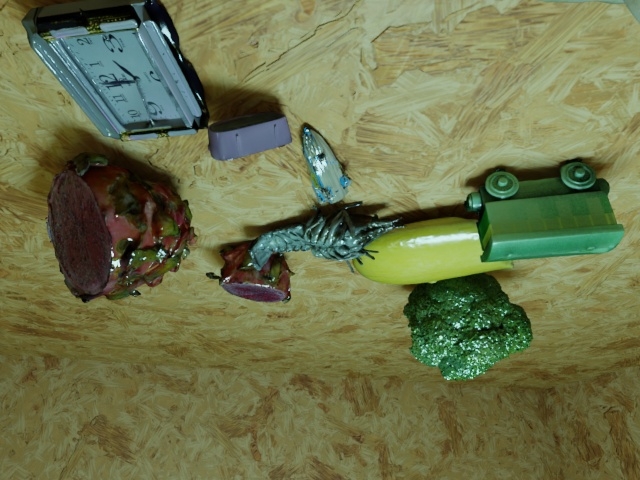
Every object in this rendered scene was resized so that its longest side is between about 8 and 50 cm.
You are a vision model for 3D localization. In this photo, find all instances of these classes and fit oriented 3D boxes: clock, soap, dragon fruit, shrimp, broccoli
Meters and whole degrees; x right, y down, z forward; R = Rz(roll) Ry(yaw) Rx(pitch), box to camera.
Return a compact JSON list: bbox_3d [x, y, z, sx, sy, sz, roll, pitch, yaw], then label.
[{"bbox_3d":[-0.137,-0.197,0.799,0.153,0.110,0.050,-21,123,-25],"label":"clock"},{"bbox_3d":[0.301,0.035,1.209,0.428,0.115,0.306,-10,154,17],"label":"soap"},{"bbox_3d":[-0.423,-0.034,0.976,0.314,0.296,0.263,-33,172,39],"label":"dragon fruit"},{"bbox_3d":[0.004,-0.003,1.114,0.411,0.165,0.221,0,134,28],"label":"shrimp"},{"bbox_3d":[-0.195,0.088,1.294,0.283,0.146,0.211,23,152,-30],"label":"dragon fruit"},{"bbox_3d":[0.433,0.251,1.353,0.414,0.309,0.321,13,-166,35],"label":"broccoli"},{"bbox_3d":[-0.308,-0.267,0.702,0.187,0.083,0.253,-3,150,7],"label":"clock"}]

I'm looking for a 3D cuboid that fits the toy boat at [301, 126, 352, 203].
[{"bbox_3d":[0.007,-0.159,0.923,0.084,0.066,0.210,-35,138,-6],"label":"toy boat"}]

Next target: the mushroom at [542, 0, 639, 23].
[{"bbox_3d":[0.286,-0.317,0.371,0.315,0.335,0.314,-8,153,-4],"label":"mushroom"}]

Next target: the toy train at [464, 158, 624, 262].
[{"bbox_3d":[0.482,-0.059,0.958,0.301,0.202,0.120,-5,154,7],"label":"toy train"}]
